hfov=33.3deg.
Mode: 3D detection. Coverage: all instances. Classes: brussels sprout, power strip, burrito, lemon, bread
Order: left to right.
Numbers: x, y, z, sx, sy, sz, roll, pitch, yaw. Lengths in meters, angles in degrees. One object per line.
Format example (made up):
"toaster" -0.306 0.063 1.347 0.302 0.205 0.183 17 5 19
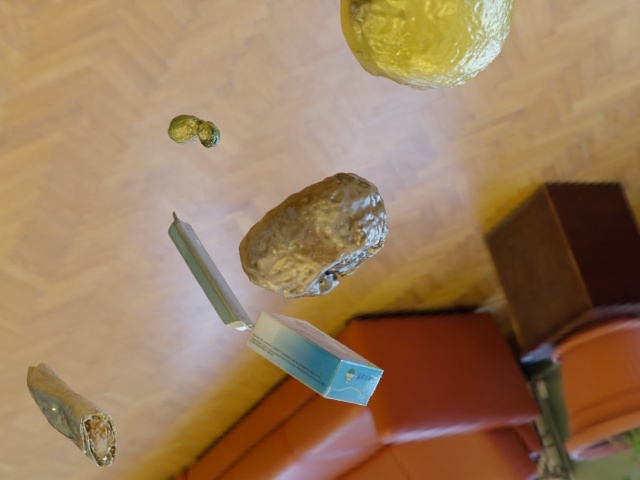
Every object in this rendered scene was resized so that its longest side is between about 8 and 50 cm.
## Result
"burrito" -0.396 0.263 1.671 0.060 0.226 0.087 -17 124 -40
"brussels sprout" -0.188 -0.163 1.620 0.083 0.051 0.046 16 137 13
"power strip" -0.184 0.050 1.730 0.027 0.253 0.060 -40 155 11
"bread" 0.000 0.000 1.542 0.230 0.123 0.230 -28 165 -8
"lemon" 0.164 -0.366 1.677 0.322 0.268 0.268 -33 173 -42

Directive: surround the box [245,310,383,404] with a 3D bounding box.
"box" -0.010 0.200 1.826 0.139 0.194 0.073 20 97 -54
